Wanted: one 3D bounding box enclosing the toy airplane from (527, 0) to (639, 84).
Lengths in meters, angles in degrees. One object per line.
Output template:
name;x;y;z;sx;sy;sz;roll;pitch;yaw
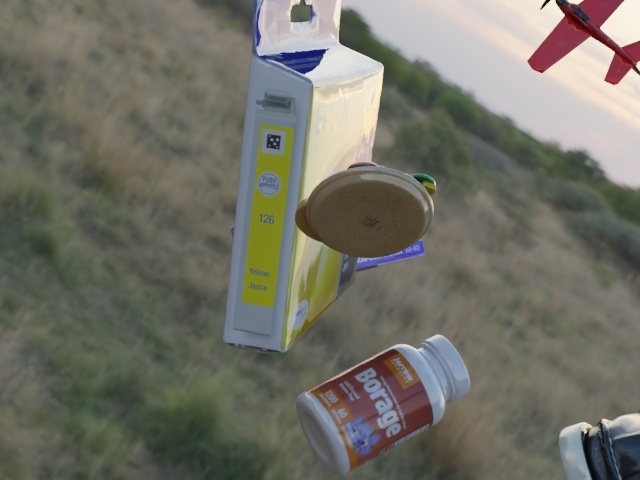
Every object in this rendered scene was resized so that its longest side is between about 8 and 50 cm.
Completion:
toy airplane;0.297;-0.220;1.494;0.151;0.151;0.028;35;-5;20

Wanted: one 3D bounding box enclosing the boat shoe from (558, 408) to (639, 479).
boat shoe;0.310;0.193;1.191;0.340;0.113;0.127;28;44;-56

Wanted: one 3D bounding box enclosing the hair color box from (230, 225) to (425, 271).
hair color box;0.000;0.000;1.887;0.185;0.110;0.339;-12;-3;-13

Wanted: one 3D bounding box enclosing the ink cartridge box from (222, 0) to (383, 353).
ink cartridge box;-0.005;-0.084;1.239;0.072;0.307;0.303;11;12;12

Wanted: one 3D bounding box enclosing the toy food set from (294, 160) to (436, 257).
toy food set;0.031;-0.018;0.874;0.082;0.083;0.020;19;44;-18

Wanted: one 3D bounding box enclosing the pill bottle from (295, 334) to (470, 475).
pill bottle;0.086;0.212;1.849;0.121;0.216;0.121;52;-21;30
